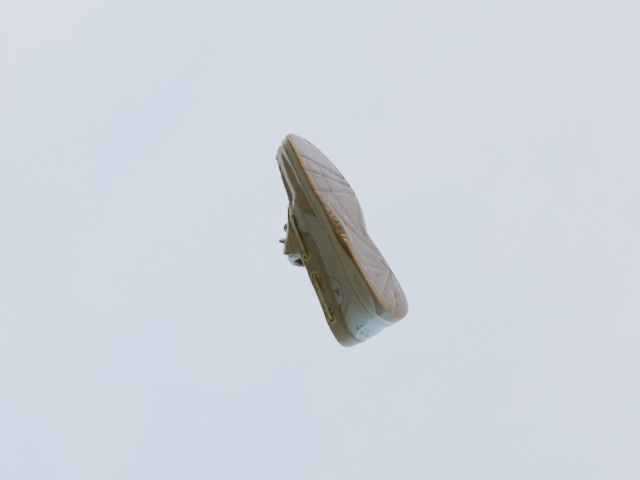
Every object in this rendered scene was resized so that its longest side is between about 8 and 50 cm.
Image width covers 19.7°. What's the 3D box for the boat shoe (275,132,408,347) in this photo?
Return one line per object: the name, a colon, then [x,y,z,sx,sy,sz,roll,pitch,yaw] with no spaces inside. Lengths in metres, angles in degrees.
boat shoe: [0.000,0.000,1.293,0.059,0.063,0.170,-40,-125,22]
